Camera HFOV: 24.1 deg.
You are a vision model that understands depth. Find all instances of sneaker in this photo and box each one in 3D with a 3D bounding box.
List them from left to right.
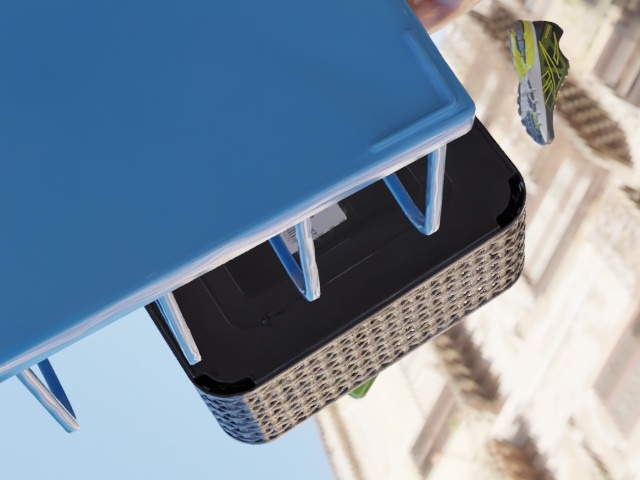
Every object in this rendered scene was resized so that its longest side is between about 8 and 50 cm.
[{"bbox_3d":[0.147,-0.103,0.970,0.035,0.083,0.031,-11,-171,-14],"label":"sneaker"}]

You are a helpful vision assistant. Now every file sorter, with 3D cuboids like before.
[{"bbox_3d":[-0.063,-0.021,0.409,0.118,0.170,0.104,59,172,19],"label":"file sorter"}]

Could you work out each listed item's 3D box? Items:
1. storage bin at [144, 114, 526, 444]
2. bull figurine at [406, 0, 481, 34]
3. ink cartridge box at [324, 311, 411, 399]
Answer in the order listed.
[{"bbox_3d":[0.000,0.000,0.733,0.122,0.180,0.084,55,172,23],"label":"storage bin"},{"bbox_3d":[0.118,-0.262,1.155,0.188,0.310,0.101,33,-131,-20],"label":"bull figurine"},{"bbox_3d":[-0.016,0.013,1.203,0.189,0.097,0.255,31,-169,0],"label":"ink cartridge box"}]
